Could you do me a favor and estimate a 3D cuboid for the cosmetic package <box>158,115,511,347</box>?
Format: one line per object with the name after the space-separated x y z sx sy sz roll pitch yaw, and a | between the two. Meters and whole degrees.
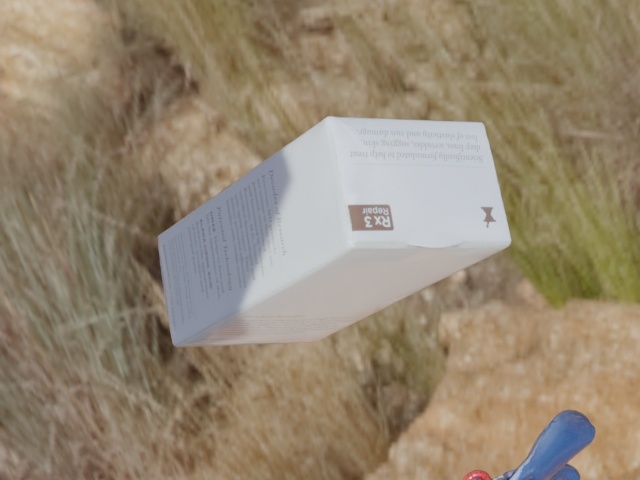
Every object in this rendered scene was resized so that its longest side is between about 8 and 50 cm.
0.000 0.000 0.953 0.117 0.231 0.085 0 71 -33 | cosmetic package

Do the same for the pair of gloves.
0.043 0.148 0.641 0.023 0.159 0.198 40 97 22 | pair of gloves
